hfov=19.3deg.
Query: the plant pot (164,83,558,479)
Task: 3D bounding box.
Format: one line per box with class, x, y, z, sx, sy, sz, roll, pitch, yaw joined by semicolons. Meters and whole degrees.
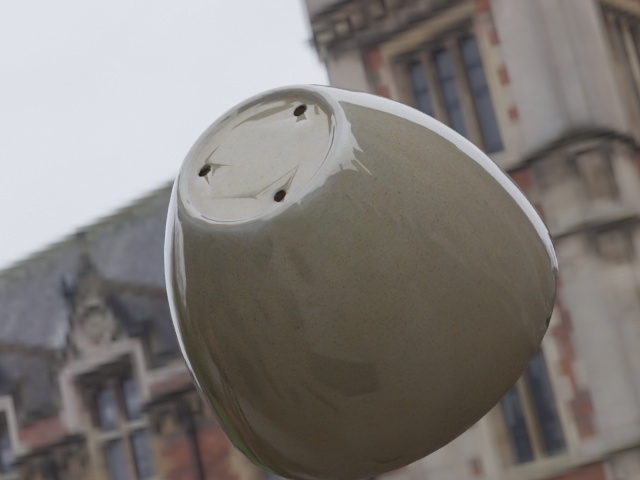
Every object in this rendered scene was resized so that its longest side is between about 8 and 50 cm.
plant pot;0.000;0.000;1.327;0.284;0.284;0.191;-19;-48;20
